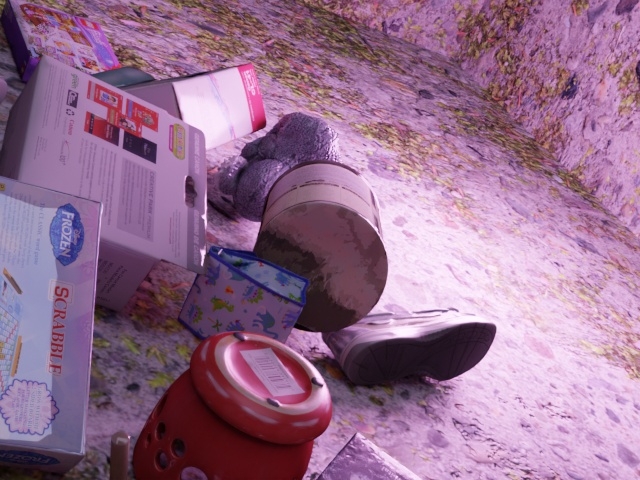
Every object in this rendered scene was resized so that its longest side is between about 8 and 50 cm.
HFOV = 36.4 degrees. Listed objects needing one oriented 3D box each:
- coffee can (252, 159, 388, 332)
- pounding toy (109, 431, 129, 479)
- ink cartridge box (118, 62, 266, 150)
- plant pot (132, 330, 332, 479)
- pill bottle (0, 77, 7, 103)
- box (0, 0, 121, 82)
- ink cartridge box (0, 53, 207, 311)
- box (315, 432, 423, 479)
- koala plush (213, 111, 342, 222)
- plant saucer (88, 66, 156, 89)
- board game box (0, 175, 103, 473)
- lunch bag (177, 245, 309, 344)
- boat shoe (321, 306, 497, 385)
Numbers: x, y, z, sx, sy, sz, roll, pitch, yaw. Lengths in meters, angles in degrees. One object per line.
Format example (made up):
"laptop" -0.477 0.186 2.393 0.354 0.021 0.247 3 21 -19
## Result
"coffee can" 0.000 0.000 1.527 0.201 0.201 0.275 26 16 -7
"pounding toy" -0.147 0.317 0.867 0.237 0.183 0.110 39 52 23
"ink cartridge box" -0.260 -0.213 1.678 0.226 0.131 0.306 -6 11 22
"plant pot" -0.095 0.210 1.091 0.191 0.174 0.191 22 26 -11
"pill bottle" -0.595 -0.274 1.620 0.137 0.078 0.078 34 24 10
"box" -0.514 -0.380 1.945 0.201 0.057 0.293 11 29 -33
"ink cartridge box" -0.305 -0.070 1.363 0.272 0.130 0.309 23 40 -27
"box" 0.057 0.328 1.119 0.156 0.093 0.158 34 25 12
"koala plush" -0.081 -0.111 1.750 0.196 0.203 0.221 46 47 2
"plant saucer" -0.395 -0.281 1.751 0.195 0.037 0.195 -15 10 3
"board game box" -0.397 0.065 1.019 0.318 0.066 0.318 16 53 -28
"lunch bag" -0.110 0.089 1.364 0.151 0.129 0.096 23 23 -8
"boat shoe" 0.149 0.155 1.541 0.320 0.118 0.103 -4 35 -36
